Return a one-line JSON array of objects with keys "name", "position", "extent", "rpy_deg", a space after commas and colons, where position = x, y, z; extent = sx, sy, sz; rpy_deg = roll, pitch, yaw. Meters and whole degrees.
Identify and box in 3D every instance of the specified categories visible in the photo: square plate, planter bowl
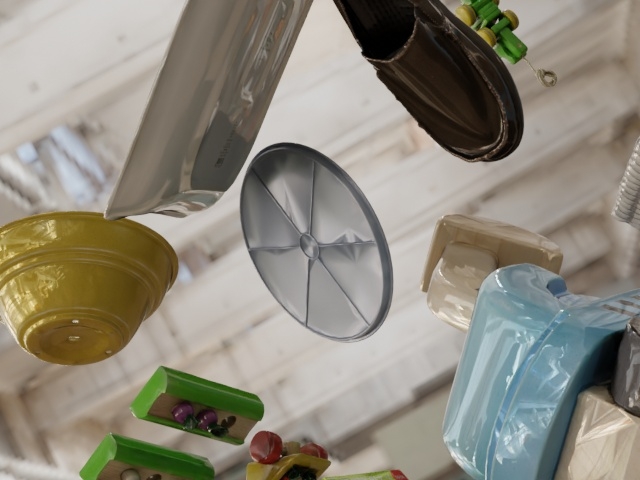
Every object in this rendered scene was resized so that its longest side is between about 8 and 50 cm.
[{"name": "square plate", "position": [-0.065, -0.170, 1.414], "extent": [0.347, 0.049, 0.344], "rpy_deg": [-10, -58, -84]}, {"name": "planter bowl", "position": [-0.251, 0.066, 1.702], "extent": [0.217, 0.090, 0.217], "rpy_deg": [-4, -33, -2]}]

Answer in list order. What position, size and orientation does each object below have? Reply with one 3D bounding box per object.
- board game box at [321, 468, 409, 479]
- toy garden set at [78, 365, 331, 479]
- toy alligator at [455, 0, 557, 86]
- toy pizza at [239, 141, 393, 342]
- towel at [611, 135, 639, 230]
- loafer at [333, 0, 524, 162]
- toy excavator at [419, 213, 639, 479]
[{"name": "board game box", "position": [0.075, 0.248, 1.236], "extent": [0.092, 0.181, 0.043], "rpy_deg": [3, -55, -49]}, {"name": "toy garden set", "position": [-0.114, 0.227, 1.321], "extent": [0.204, 0.049, 0.244], "rpy_deg": [23, -71, -45]}, {"name": "toy alligator", "position": [0.225, -0.258, 2.130], "extent": [0.056, 0.190, 0.051], "rpy_deg": [-38, -5, -26]}, {"name": "toy pizza", "position": [0.000, 0.000, 1.560], "extent": [0.032, 0.201, 0.201], "rpy_deg": [-28, -12, -37]}, {"name": "towel", "position": [0.338, -0.042, 1.156], "extent": [0.121, 0.235, 0.284], "rpy_deg": [-61, -11, -7]}, {"name": "loafer", "position": [0.064, -0.138, 1.230], "extent": [0.080, 0.220, 0.078], "rpy_deg": [-34, 13, 33]}, {"name": "toy excavator", "position": [0.199, 0.094, 1.425], "extent": [0.433, 0.445, 0.222], "rpy_deg": [-10, -60, -53]}]
